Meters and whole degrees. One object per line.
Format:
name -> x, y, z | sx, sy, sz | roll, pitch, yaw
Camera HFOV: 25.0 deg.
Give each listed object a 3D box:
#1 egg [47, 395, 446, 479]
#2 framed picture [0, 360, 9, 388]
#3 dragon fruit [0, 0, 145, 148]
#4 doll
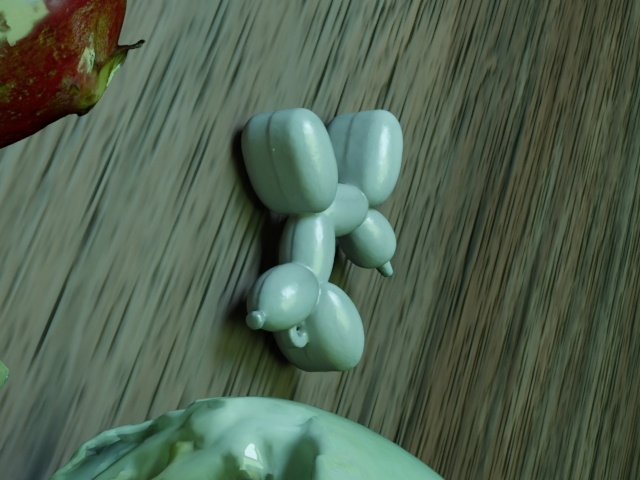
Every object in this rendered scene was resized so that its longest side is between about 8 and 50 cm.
egg -> -0.012, 0.246, 0.632 | 0.336, 0.278, 0.278 | 62, 40, -24
framed picture -> -0.212, 0.091, 0.584 | 0.136, 0.010, 0.201 | 57, 43, -37
dragon fruit -> -0.171, -0.081, 0.582 | 0.246, 0.125, 0.125 | -31, 130, -36
doll -> 0.000, 0.000, 0.876 | 0.161, 0.059, 0.160 | -10, 95, -58
